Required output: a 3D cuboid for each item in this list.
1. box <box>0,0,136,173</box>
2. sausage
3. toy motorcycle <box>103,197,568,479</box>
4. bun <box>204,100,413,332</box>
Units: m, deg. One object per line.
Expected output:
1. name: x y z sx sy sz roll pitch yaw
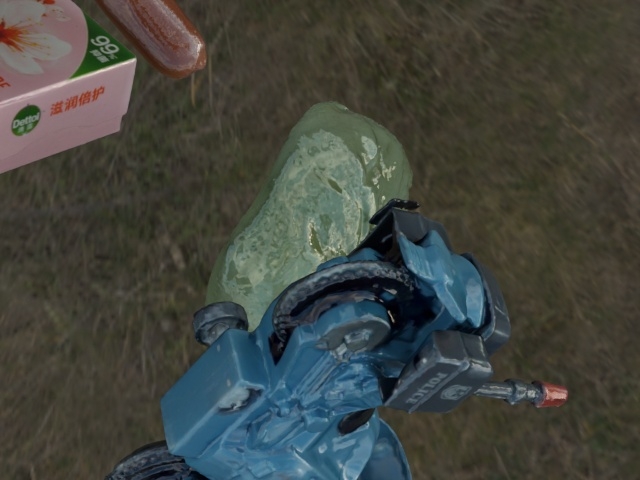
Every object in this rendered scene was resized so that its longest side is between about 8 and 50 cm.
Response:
1. box: -0.155 -0.087 0.689 0.125 0.089 0.043 41 133 23
2. sausage: -0.207 -0.269 1.815 0.077 0.077 0.194 -37 105 7
3. toy motorcycle: 0.008 0.093 0.876 0.182 0.123 0.272 13 137 -34
4. bun: -0.002 0.003 1.241 0.108 0.221 0.221 29 104 11
